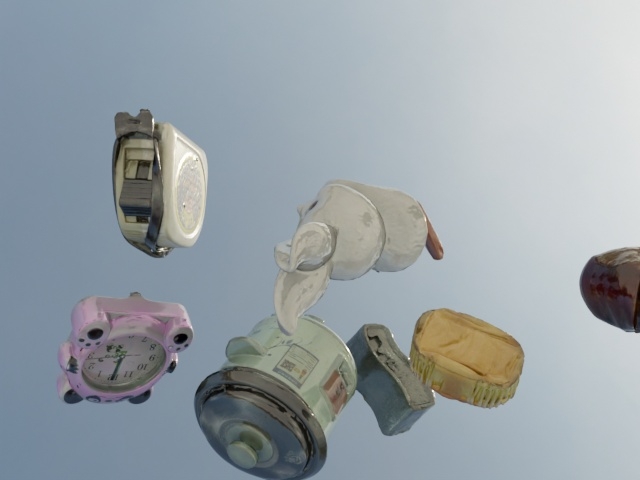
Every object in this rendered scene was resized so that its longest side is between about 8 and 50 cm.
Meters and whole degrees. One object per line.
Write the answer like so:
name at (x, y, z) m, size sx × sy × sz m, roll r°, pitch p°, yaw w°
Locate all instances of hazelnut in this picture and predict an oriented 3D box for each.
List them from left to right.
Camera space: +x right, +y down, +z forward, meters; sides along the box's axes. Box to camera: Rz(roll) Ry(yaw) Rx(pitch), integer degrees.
hazelnut at (0.635, 0.100, 1.371) m, size 0.204 × 0.178 × 0.177 m, roll 8°, pitch -126°, yaw 21°

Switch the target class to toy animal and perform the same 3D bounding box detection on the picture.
toy animal at (0.001, 0.001, 0.691) m, size 0.131 × 0.103 × 0.221 m, roll 40°, pitch -147°, yaw 25°

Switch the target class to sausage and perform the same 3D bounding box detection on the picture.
sausage at (0.211, -0.022, 1.358) m, size 0.035 × 0.030 × 0.147 m, roll -45°, pitch -61°, yaw -31°

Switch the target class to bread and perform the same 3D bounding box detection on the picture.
bread at (0.247, 0.206, 1.152) m, size 0.191 × 0.114 × 0.132 m, roll 19°, pitch -132°, yaw 18°

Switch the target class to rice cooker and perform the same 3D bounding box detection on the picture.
rice cooker at (-0.081, 0.295, 1.254) m, size 0.317 × 0.265 × 0.316 m, roll 14°, pitch -106°, yaw -60°

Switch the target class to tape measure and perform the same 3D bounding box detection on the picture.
tape measure at (-0.311, -0.090, 1.248) m, size 0.133 × 0.271 × 0.231 m, roll 4°, pitch -98°, yaw 7°

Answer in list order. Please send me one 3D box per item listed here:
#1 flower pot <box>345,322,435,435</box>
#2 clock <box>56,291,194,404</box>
flower pot at (0.140, 0.294, 1.446) m, size 0.103 × 0.108 × 0.229 m, roll -7°, pitch -126°, yaw -46°
clock at (-0.384, 0.217, 1.290) m, size 0.228 × 0.247 × 0.090 m, roll 10°, pitch -147°, yaw -34°
